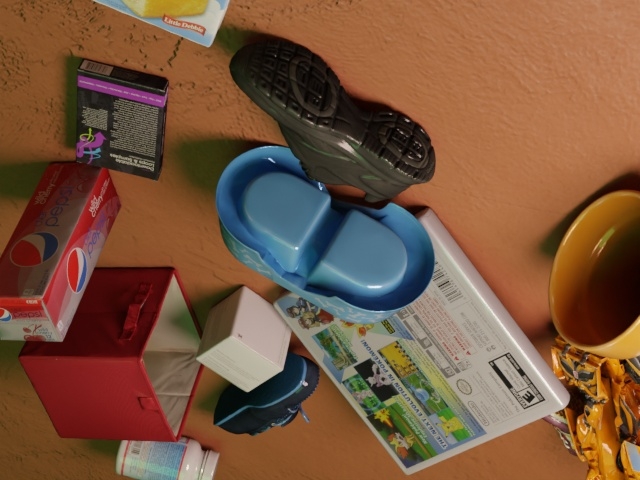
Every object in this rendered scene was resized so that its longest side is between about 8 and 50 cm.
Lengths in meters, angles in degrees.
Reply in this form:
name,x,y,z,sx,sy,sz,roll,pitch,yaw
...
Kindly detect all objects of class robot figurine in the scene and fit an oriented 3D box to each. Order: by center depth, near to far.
name,x,y,z,sx,sy,sz,roll,pitch,yaw
robot figurine,0.396,0.239,1.843,0.211,0.085,0.291,24,137,62

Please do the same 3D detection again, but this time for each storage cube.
name,x,y,z,sx,sy,sz,roll,pitch,yaw
storage cube,-0.297,0.169,1.986,0.193,0.183,0.215,0,134,16

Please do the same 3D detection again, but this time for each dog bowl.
name,x,y,z,sx,sy,sz,roll,pitch,yaw
dog bowl,0.000,0.000,1.739,0.297,0.166,0.074,29,148,4

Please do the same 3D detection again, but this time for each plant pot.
name,x,y,z,sx,sy,sz,roll,pitch,yaw
plant pot,0.422,0.063,1.692,0.188,0.205,0.205,20,138,-28

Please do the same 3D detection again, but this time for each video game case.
name,x,y,z,sx,sy,sz,roll,pitch,yaw
video game case,0.135,0.150,1.883,0.300,0.036,0.329,-31,101,37

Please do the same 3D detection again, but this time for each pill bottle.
name,x,y,z,sx,sy,sz,roll,pitch,yaw
pill bottle,-0.252,0.362,2.236,0.160,0.087,0.087,15,136,1

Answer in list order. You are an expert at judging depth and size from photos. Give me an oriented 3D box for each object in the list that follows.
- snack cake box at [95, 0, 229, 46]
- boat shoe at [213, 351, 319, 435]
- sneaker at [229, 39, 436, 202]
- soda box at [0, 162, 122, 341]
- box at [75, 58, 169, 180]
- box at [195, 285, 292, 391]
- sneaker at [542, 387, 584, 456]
name,x,y,z,sx,sy,sz,roll,pitch,yaw
snack cake box,-0.213,-0.333,1.483,0.264,0.152,0.089,21,135,-7
boat shoe,-0.067,0.234,2.067,0.089,0.109,0.258,28,151,-23
sneaker,-0.001,-0.132,1.666,0.286,0.109,0.130,35,139,-17
soda box,-0.348,0.010,1.782,0.092,0.263,0.083,-1,134,15
box,-0.259,-0.154,1.763,0.116,0.029,0.162,14,135,2
box,-0.108,0.143,1.967,0.102,0.101,0.087,35,132,-22
sneaker,0.369,0.276,1.995,0.185,0.069,0.084,26,130,-10
